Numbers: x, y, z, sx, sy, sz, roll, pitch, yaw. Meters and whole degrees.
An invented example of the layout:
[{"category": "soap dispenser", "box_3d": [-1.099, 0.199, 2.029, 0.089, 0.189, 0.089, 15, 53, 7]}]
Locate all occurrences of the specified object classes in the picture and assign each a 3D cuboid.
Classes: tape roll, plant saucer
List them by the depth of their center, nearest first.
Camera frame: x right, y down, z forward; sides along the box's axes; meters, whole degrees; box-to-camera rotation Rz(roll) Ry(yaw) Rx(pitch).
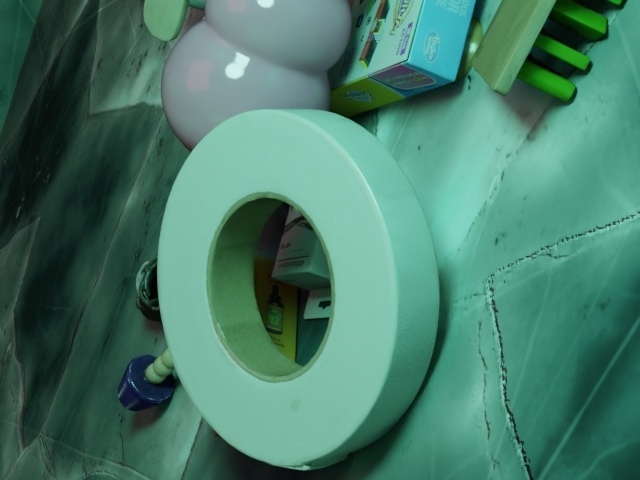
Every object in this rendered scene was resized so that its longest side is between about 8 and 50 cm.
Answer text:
[{"category": "tape roll", "box_3d": [-0.034, 0.051, 1.654, 0.392, 0.072, 0.392, 6, 98, 45]}, {"category": "plant saucer", "box_3d": [0.156, -0.220, 1.738, 0.083, 0.015, 0.083, -44, 34, 42]}]

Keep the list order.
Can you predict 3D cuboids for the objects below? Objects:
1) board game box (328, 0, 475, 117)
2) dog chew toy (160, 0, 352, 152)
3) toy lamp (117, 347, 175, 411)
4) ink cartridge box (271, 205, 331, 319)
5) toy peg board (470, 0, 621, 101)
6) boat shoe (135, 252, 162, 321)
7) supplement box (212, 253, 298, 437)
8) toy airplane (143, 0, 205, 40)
[{"category": "board game box", "box_3d": [0.092, -0.287, 1.835, 0.316, 0.064, 0.242, -8, 64, 67]}, {"category": "dog chew toy", "box_3d": [-0.058, -0.249, 1.795, 0.332, 0.206, 0.206, -66, 24, 20]}, {"category": "toy lamp", "box_3d": [-0.200, 0.160, 2.109, 0.274, 0.080, 0.080, -40, 37, 43]}, {"category": "ink cartridge box", "box_3d": [0.000, 0.000, 1.834, 0.104, 0.060, 0.180, -11, 62, 61]}, {"category": "toy peg board", "box_3d": [0.233, -0.221, 1.533, 0.161, 0.079, 0.161, -63, 10, 13]}, {"category": "boat shoe", "box_3d": [-0.210, 0.044, 2.189, 0.335, 0.095, 0.112, -20, 54, 59]}, {"category": "supplement box", "box_3d": [-0.079, 0.134, 1.876, 0.080, 0.078, 0.233, -44, 34, 48]}, {"category": "toy airplane", "box_3d": [-0.179, -0.552, 2.376, 0.386, 0.272, 0.384, -27, 79, 38]}]
